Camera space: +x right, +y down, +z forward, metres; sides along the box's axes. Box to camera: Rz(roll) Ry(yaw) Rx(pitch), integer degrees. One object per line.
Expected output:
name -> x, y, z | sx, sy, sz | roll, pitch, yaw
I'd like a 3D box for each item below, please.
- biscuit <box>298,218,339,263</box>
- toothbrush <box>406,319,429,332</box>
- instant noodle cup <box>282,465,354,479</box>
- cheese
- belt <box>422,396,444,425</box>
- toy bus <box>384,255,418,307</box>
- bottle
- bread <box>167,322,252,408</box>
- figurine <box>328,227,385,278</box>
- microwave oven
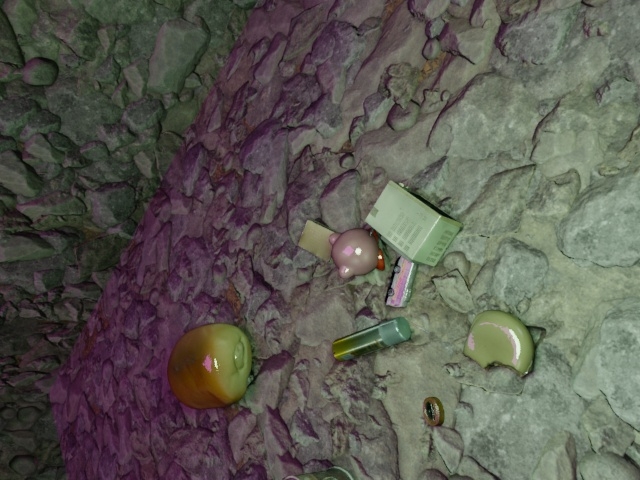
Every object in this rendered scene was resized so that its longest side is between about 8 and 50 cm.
biscuit -> 0.000, 0.000, 2.051 | 0.199, 0.041, 0.121 | 30, 104, 45
toothbrush -> 0.307, 0.273, 1.706 | 0.097, 0.008, 0.006 | 24, 84, 46
instant noodle cup -> -0.019, 0.847, 1.732 | 0.218, 0.208, 0.217 | -21, 61, 44
cheese -> 0.493, 0.286, 1.465 | 0.203, 0.091, 0.175 | 34, 106, 44
belt -> 0.335, 0.511, 1.603 | 0.059, 0.036, 0.083 | -27, 60, 38
toy bus -> 0.267, 0.136, 1.747 | 0.072, 0.058, 0.171 | 16, 92, 36
bottle -> 0.166, 0.329, 1.779 | 0.286, 0.082, 0.082 | -28, 62, 37
bread -> -0.466, 0.519, 2.235 | 0.376, 0.253, 0.347 | -18, 64, 39
figurine -> 0.121, 0.041, 1.832 | 0.173, 0.173, 0.173 | -13, 72, 42
microwave oven -> 0.289, -0.049, 1.705 | 0.240, 0.145, 0.193 | 43, 112, 41
